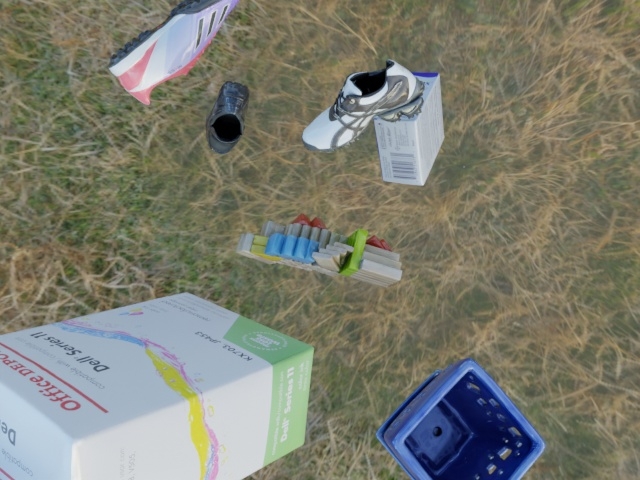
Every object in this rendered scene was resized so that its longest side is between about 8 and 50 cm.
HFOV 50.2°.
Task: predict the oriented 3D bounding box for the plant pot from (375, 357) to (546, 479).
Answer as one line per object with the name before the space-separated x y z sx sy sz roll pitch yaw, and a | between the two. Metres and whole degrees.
plant pot | 0.262 0.397 1.372 0.236 0.212 0.236 -42 90 -15

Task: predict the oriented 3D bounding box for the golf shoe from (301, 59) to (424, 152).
golf shoe | 0.044 -0.194 0.959 0.198 0.094 0.077 -23 49 26

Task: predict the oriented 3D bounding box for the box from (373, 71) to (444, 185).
box | 0.144 -0.181 1.093 0.072 0.137 0.126 8 136 23

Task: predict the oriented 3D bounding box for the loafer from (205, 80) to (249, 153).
loafer | -0.186 -0.222 1.327 0.076 0.223 0.078 13 66 -13

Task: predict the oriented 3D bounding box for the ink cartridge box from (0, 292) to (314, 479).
ink cartridge box | -0.194 0.158 0.626 0.207 0.353 0.119 17 107 34

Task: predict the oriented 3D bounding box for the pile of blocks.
pile of blocks | 0.000 0.000 1.409 0.361 0.149 0.113 10 74 14

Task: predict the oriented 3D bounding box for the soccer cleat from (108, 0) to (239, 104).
soccer cleat | -0.279 -0.412 1.405 0.318 0.108 0.116 -38 120 -3
